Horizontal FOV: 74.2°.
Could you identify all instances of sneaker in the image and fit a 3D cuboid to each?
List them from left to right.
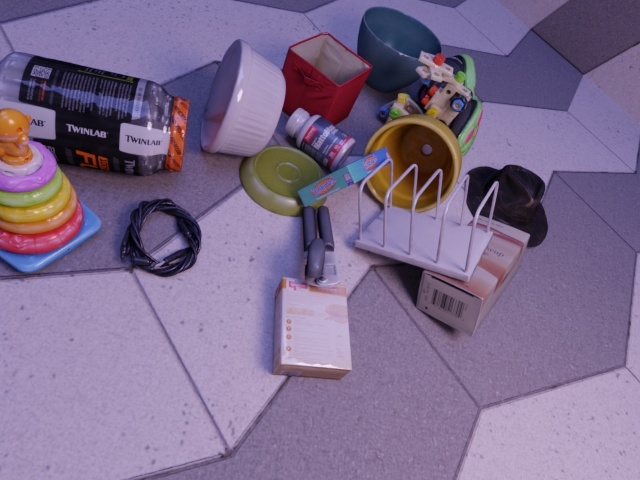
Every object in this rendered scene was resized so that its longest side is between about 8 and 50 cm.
[{"bbox_3d":[0.444,-0.472,1.488,0.203,0.185,0.482,3,52,6],"label":"sneaker"}]

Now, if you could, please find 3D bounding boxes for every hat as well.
[{"bbox_3d":[0.620,-0.144,1.326,0.332,0.134,0.330,12,53,-16],"label":"hat"}]

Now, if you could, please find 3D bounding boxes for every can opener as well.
[{"bbox_3d":[0.000,0.000,0.944,0.074,0.093,0.280,2,34,-6],"label":"can opener"}]

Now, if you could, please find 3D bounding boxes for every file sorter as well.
[{"bbox_3d":[0.247,-0.063,0.983,0.278,0.172,0.193,18,41,27],"label":"file sorter"}]

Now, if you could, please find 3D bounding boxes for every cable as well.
[{"bbox_3d":[-0.323,-0.015,0.885,0.151,0.047,0.184,14,52,-14],"label":"cable"}]

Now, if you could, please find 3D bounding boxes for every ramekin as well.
[{"bbox_3d":[-0.190,-0.331,1.038,0.127,0.273,0.272,15,51,-30],"label":"ramekin"}]

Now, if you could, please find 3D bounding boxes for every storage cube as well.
[{"bbox_3d":[0.000,-0.457,1.244,0.184,0.193,0.215,40,52,7],"label":"storage cube"}]

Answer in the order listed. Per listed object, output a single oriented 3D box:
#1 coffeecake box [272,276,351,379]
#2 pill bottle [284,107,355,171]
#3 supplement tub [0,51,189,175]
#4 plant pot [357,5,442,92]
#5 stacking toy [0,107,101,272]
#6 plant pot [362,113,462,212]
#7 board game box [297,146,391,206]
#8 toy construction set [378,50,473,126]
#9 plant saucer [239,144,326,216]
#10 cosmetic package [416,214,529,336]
[{"bbox_3d":[-0.019,0.178,0.863,0.143,0.068,0.185,10,53,-17],"label":"coffeecake box"},{"bbox_3d":[-0.005,-0.282,1.172,0.180,0.108,0.108,35,50,4],"label":"pill bottle"},{"bbox_3d":[-0.460,-0.251,0.891,0.339,0.207,0.206,7,54,-18],"label":"supplement tub"},{"bbox_3d":[0.244,-0.638,1.475,0.291,0.195,0.289,12,52,-16],"label":"plant pot"},{"bbox_3d":[-0.496,-0.101,0.706,0.166,0.301,0.175,38,51,6],"label":"stacking toy"},{"bbox_3d":[0.274,-0.233,1.184,0.254,0.254,0.239,38,36,6],"label":"plant pot"},{"bbox_3d":[0.064,-0.160,1.051,0.210,0.160,0.047,-36,101,-51],"label":"board game box"},{"bbox_3d":[0.318,-0.425,1.275,0.215,0.327,0.151,38,67,1],"label":"toy construction set"},{"bbox_3d":[-0.087,-0.169,1.102,0.241,0.037,0.240,12,53,-16],"label":"plant saucer"},{"bbox_3d":[0.379,0.074,1.042,0.153,0.129,0.296,25,44,30],"label":"cosmetic package"}]
